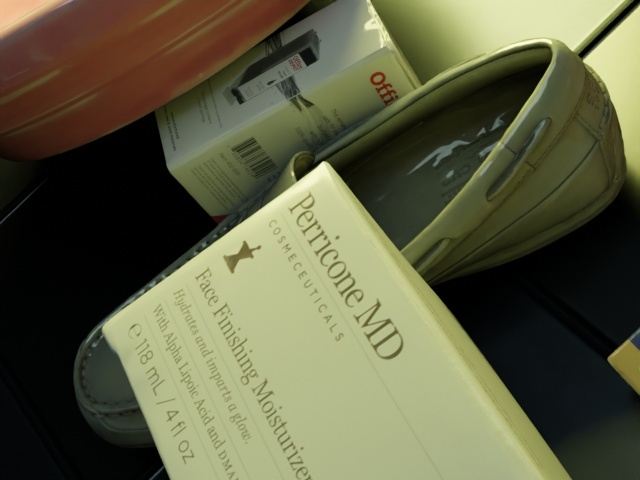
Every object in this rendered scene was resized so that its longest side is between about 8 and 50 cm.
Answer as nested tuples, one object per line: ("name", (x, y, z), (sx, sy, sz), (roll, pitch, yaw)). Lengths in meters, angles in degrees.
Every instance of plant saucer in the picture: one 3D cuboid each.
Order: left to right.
("plant saucer", (-0.108, -0.151, 0.747), (0.332, 0.084, 0.332), (-28, 22, 12))

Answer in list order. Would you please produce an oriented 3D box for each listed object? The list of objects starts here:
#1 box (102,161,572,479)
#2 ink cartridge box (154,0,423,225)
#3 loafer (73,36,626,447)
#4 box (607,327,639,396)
("box", (0.029, 0.099, 0.503), (0.119, 0.182, 0.181), (-36, 49, 4))
("ink cartridge box", (-0.008, -0.062, 0.687), (0.135, 0.099, 0.056), (-27, 49, 10))
("loafer", (0.000, 0.000, 0.631), (0.319, 0.111, 0.112), (-33, 53, 8))
("box", (0.246, 0.020, 0.508), (0.225, 0.036, 0.136), (-44, 52, 5))
